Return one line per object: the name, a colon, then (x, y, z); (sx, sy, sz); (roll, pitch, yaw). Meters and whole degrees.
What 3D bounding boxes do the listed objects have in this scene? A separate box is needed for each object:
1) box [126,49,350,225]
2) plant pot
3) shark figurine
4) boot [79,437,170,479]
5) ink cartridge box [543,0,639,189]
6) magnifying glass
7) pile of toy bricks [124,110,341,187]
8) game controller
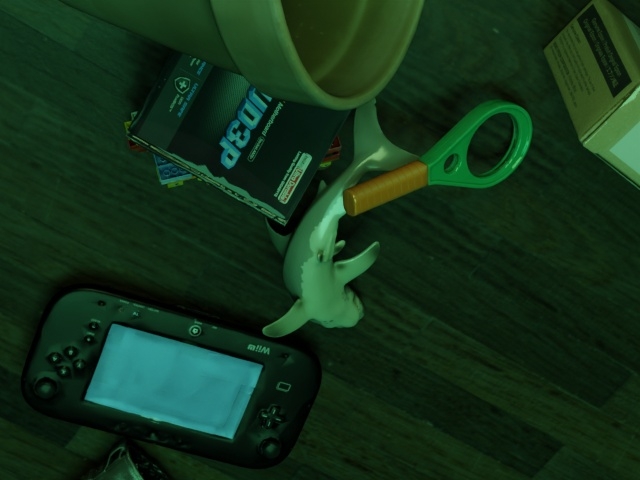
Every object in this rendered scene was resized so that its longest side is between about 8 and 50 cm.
box: (-0.056, -0.150, 1.478); (0.175, 0.051, 0.220); (30, 89, -5)
plant pot: (-0.087, -0.281, 1.320); (0.280, 0.323, 0.323); (8, 127, 27)
shark figurine: (-0.009, -0.013, 1.622); (0.166, 0.116, 0.278); (-20, 139, -34)
boot: (-0.242, 0.370, 1.842); (0.229, 0.091, 0.263); (-27, 119, 12)
ink cartridge box: (0.343, -0.109, 1.534); (0.235, 0.193, 0.088); (34, 114, -24)
magnifying glass: (0.120, -0.076, 1.568); (0.231, 0.026, 0.092); (-25, 130, -29)
pile of toy bricks: (-0.081, -0.091, 1.572); (0.212, 0.118, 0.105); (-15, 162, -8)
game controller: (-0.162, 0.150, 1.724); (0.319, 0.067, 0.166); (17, 119, -16)
